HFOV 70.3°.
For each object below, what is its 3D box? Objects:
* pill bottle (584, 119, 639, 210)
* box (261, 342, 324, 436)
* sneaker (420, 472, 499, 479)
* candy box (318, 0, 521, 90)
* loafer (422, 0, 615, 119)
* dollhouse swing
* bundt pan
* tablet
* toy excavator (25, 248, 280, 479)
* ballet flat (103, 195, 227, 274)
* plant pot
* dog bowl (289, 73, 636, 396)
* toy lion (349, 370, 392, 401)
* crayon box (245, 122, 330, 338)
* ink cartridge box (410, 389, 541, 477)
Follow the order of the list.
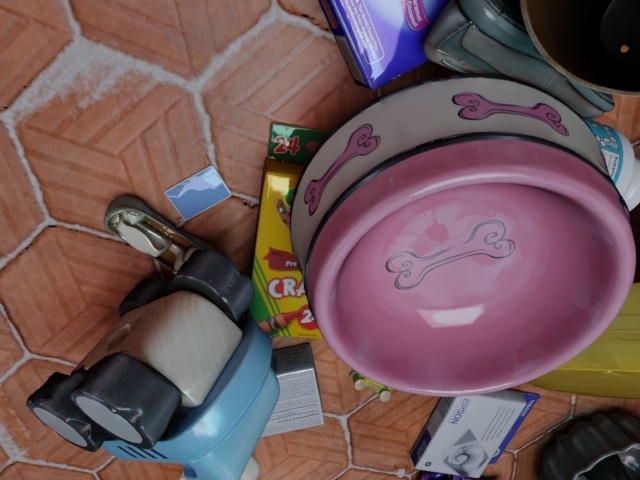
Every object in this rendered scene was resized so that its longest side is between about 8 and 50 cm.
[{"bbox_3d":[0.327,-0.110,0.648,0.263,0.146,0.146,13,113,-15],"label":"pill bottle"},{"bbox_3d":[-0.066,0.269,0.814,0.126,0.072,0.137,-10,116,-3],"label":"box"},{"bbox_3d":[0.315,0.557,1.006,0.236,0.095,0.105,1,108,-8],"label":"sneaker"},{"bbox_3d":[0.133,-0.368,0.506,0.316,0.122,0.268,-27,116,6],"label":"candy box"},{"bbox_3d":[0.232,-0.200,0.524,0.267,0.096,0.084,17,143,-30],"label":"loafer"},{"bbox_3d":[0.492,0.090,0.758,0.346,0.305,0.315,24,154,-39],"label":"dollhouse swing"},{"bbox_3d":[0.635,0.516,1.013,0.330,0.124,0.331,-4,116,-8],"label":"bundt pan"},{"bbox_3d":[-0.179,-0.069,0.668,0.083,0.006,0.054,-28,116,5],"label":"tablet"},{"bbox_3d":[-0.178,0.286,0.686,0.432,0.222,0.445,-22,115,40],"label":"toy excavator"},{"bbox_3d":[-0.220,0.017,0.670,0.213,0.068,0.072,38,105,-23],"label":"ballet flat"},{"bbox_3d":[0.329,-0.241,0.440,0.215,0.230,0.216,7,103,32],"label":"plant pot"},{"bbox_3d":[0.161,0.028,0.547,0.407,0.151,0.408,0,128,0],"label":"dog bowl"},{"bbox_3d":[0.109,0.243,0.854,0.100,0.034,0.096,31,100,-21],"label":"toy lion"},{"bbox_3d":[0.000,0.000,0.688,0.202,0.081,0.319,5,114,-11],"label":"crayon box"},{"bbox_3d":[0.332,0.404,0.955,0.223,0.045,0.224,13,113,-15],"label":"ink cartridge box"}]
